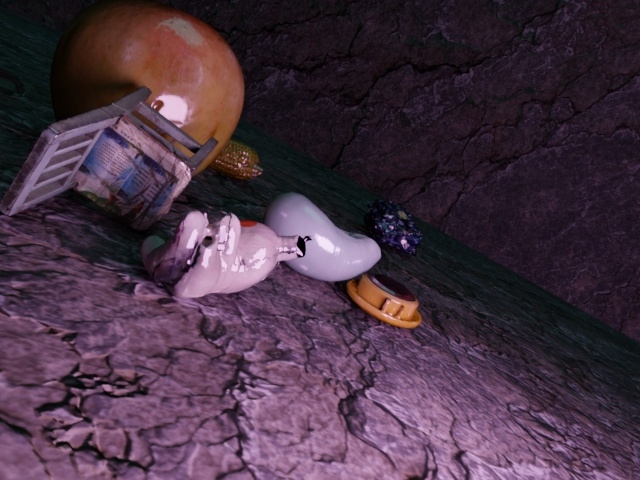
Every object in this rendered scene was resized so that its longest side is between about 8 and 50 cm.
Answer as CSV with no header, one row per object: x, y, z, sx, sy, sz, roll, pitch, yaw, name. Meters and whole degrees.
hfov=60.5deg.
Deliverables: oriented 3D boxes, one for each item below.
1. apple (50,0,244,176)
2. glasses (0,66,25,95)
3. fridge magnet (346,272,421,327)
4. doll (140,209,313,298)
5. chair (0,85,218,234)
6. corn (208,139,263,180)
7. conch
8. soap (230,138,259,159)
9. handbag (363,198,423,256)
-0.304,-0.252,0.993,0.338,0.305,0.338,17,3,-1,apple
-0.708,-0.378,1.041,0.234,0.118,0.268,26,12,0,glasses
0.112,0.102,0.948,0.142,0.063,0.143,24,15,-7,fridge magnet
-0.122,0.018,0.680,0.192,0.149,0.095,-2,72,-52,doll
-0.256,-0.089,0.725,0.147,0.136,0.270,38,22,-12,chair
-0.274,-0.233,1.447,0.261,0.097,0.097,24,12,-5,corn
-0.004,0.003,0.968,0.221,0.121,0.185,32,11,-11,conch
-0.274,-0.311,1.886,0.140,0.045,0.089,24,16,-14,soap
0.217,-0.046,1.695,0.161,0.113,0.260,18,21,-11,handbag
